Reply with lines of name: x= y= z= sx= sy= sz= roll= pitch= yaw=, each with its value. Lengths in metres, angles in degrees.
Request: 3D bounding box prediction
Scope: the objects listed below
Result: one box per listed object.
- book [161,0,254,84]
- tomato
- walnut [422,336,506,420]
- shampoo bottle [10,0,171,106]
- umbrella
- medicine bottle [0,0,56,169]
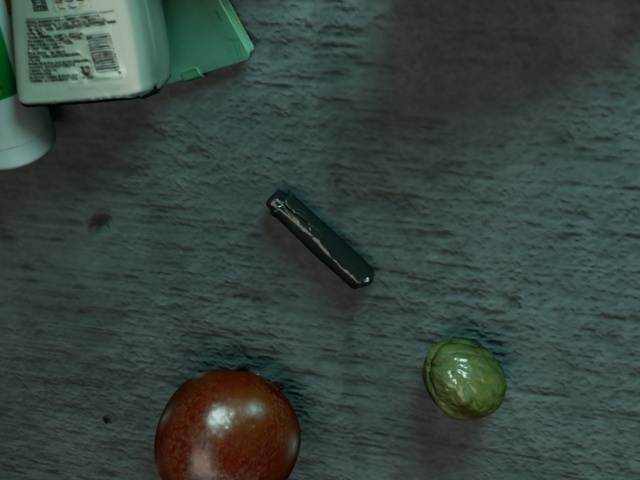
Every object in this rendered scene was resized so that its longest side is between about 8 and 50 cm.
book: x=-0.136 y=-0.193 z=1.266 sx=0.135 sy=0.017 sz=0.103 roll=-13 pitch=120 yaw=31
tomato: x=-0.105 y=0.221 z=1.517 sx=0.167 sy=0.167 sz=0.167 roll=12 pitch=132 yaw=14
walnut: x=0.144 y=0.139 z=1.384 sx=0.092 sy=0.092 sz=0.092 roll=12 pitch=132 yaw=14
shampoo bottle: x=-0.225 y=-0.259 z=1.205 sx=0.153 sy=0.071 sz=0.284 roll=0 pitch=116 yaw=19
umbrella: x=-0.001 y=0.000 z=1.362 sx=0.133 sy=0.031 sz=0.036 roll=44 pitch=130 yaw=-14
medicine bottle: x=-0.319 y=-0.193 z=1.295 sx=0.095 sy=0.095 sz=0.260 roll=8 pitch=130 yaw=18
